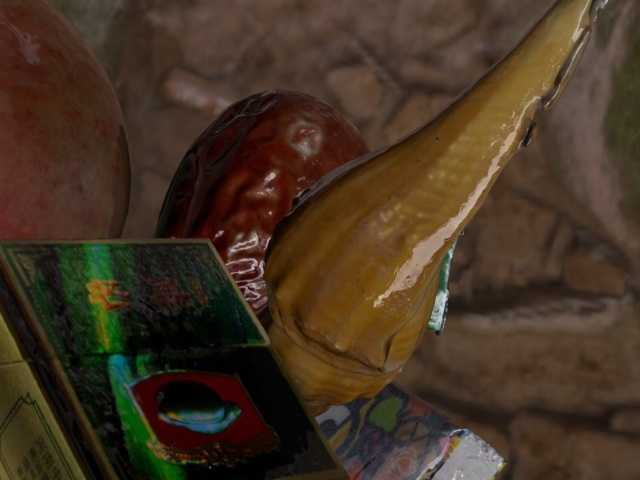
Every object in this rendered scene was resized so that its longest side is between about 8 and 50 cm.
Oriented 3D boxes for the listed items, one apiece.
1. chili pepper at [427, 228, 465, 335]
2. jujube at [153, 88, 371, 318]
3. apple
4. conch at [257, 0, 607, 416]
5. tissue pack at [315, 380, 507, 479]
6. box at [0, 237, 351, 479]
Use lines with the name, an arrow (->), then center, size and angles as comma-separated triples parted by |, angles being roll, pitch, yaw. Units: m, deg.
chili pepper -> 0.000, 0.000, 1.687 | 0.270, 0.099, 0.136 | 10, 105, -4
jujube -> -0.057, -0.008, 1.401 | 0.168, 0.236, 0.168 | 34, 170, 7
apple -> -0.280, -0.050, 1.190 | 0.345, 0.345, 0.269 | -28, 158, 33
conch -> 0.033, -0.014, 0.853 | 0.093, 0.109, 0.330 | 36, 121, 12
tissue pack -> 0.034, 0.145, 1.116 | 0.060, 0.109, 0.148 | 42, 172, -37
box -> -0.069, 0.108, 0.803 | 0.071, 0.159, 0.240 | -48, 63, 33
